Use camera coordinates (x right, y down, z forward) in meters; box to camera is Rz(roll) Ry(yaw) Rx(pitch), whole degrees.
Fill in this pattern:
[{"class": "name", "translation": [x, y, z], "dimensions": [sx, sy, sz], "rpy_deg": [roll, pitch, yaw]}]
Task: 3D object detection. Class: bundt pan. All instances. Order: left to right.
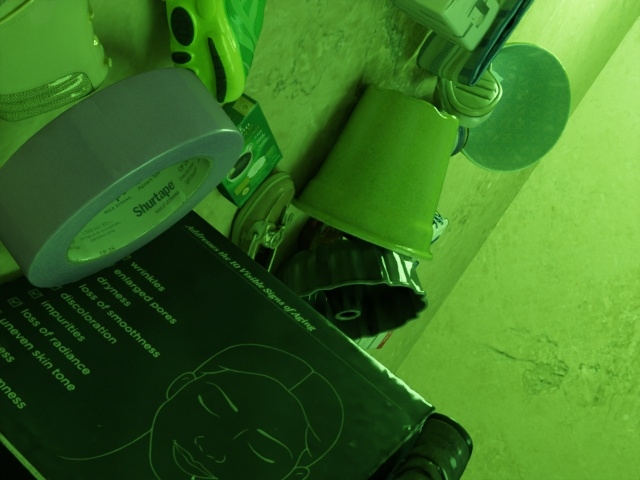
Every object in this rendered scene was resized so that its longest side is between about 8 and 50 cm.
[{"class": "bundt pan", "translation": [0.046, 0.097, 1.721], "dimensions": [0.330, 0.124, 0.331], "rpy_deg": [-7, 154, -4]}]

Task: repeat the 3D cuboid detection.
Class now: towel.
[{"class": "towel", "translation": [0.266, -0.377, 1.485], "dimensions": [0.209, 0.034, 0.285], "rpy_deg": [-57, -160, 10]}]

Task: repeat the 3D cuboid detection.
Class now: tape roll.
[{"class": "tape roll", "translation": [-0.219, -0.065, 0.923], "dimensions": [0.274, 0.090, 0.275], "rpy_deg": [-37, 173, -5]}]

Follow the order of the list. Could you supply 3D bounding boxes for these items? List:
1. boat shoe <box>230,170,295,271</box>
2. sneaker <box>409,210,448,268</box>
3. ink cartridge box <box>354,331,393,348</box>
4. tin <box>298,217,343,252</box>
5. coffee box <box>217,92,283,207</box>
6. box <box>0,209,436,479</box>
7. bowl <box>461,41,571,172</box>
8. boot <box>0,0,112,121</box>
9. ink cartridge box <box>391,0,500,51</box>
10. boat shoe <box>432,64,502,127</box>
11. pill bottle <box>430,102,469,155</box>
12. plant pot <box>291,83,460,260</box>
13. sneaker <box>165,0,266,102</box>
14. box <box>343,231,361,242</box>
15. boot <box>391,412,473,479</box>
[{"class": "boat shoe", "translation": [-0.103, 0.013, 1.457], "dimensions": [0.104, 0.089, 0.285], "rpy_deg": [-22, 144, -56]}, {"class": "sneaker", "translation": [0.232, -0.025, 2.150], "dimensions": [0.182, 0.127, 0.315], "rpy_deg": [-55, 168, -6]}, {"class": "ink cartridge box", "translation": [0.074, 0.171, 2.017], "dimensions": [0.100, 0.172, 0.237], "rpy_deg": [-55, 161, 5]}, {"class": "tin", "translation": [0.000, 0.000, 1.759], "dimensions": [0.106, 0.040, 0.190], "rpy_deg": [-51, 162, -20]}, {"class": "coffee box", "translation": [-0.119, -0.130, 1.247], "dimensions": [0.113, 0.040, 0.184], "rpy_deg": [-51, 161, -8]}, {"class": "box", "translation": [-0.194, 0.257, 1.074], "dimensions": [0.471, 0.480, 0.297], "rpy_deg": [-29, 151, -50]}, {"class": "bowl", "translation": [0.402, -0.311, 1.921], "dimensions": [0.290, 0.289, 0.156], "rpy_deg": [-56, -157, 8]}, {"class": "boot", "translation": [-0.219, -0.236, 0.746], "dimensions": [0.262, 0.095, 0.203], "rpy_deg": [-46, 159, -15]}, {"class": "ink cartridge box", "translation": [0.175, -0.387, 1.305], "dimensions": [0.092, 0.158, 0.218], "rpy_deg": [-57, 161, 8]}, {"class": "boat shoe", "translation": [0.282, -0.288, 1.659], "dimensions": [0.302, 0.113, 0.103], "rpy_deg": [-73, -176, -54]}, {"class": "pill bottle", "translation": [0.210, -0.212, 1.746], "dimensions": [0.219, 0.122, 0.123], "rpy_deg": [-25, 146, -53]}, {"class": "plant pot", "translation": [0.120, -0.132, 1.520], "dimensions": [0.276, 0.276, 0.254], "rpy_deg": [4, 109, -68]}, {"class": "sneaker", "translation": [-0.116, -0.291, 0.921], "dimensions": [0.296, 0.109, 0.124], "rpy_deg": [98, 9, -49]}, {"class": "box", "translation": [0.123, -0.095, 1.815], "dimensions": [0.180, 0.077, 0.147], "rpy_deg": [-38, 156, -36]}, {"class": "boot", "translation": [0.069, 0.367, 0.979], "dimensions": [0.222, 0.118, 0.338], "rpy_deg": [-38, 161, -50]}]
